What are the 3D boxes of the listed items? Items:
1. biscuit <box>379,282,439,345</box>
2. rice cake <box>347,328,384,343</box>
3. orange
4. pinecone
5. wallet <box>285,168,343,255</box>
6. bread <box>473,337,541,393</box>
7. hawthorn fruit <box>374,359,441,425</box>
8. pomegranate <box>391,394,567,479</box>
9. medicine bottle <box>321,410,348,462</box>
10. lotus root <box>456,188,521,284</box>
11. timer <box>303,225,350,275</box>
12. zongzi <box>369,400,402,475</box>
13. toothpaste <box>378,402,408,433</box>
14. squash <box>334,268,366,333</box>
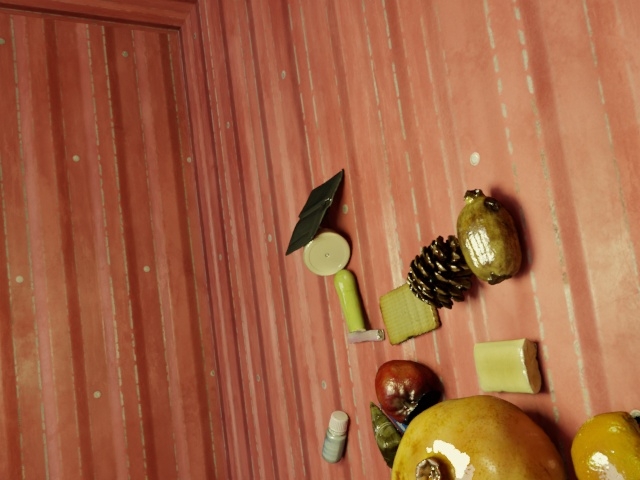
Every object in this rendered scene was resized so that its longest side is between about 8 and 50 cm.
[{"bbox_3d":[0.280,0.229,1.860,0.254,0.029,0.172,-38,62,54],"label":"biscuit"},{"bbox_3d":[0.159,0.342,2.069,0.207,0.036,0.047,-20,67,58],"label":"rice cake"},{"bbox_3d":[0.621,0.473,1.187,0.237,0.159,0.179,62,144,34],"label":"orange"},{"bbox_3d":[0.338,0.086,1.608,0.204,0.179,0.184,-63,-4,15],"label":"pinecone"},{"bbox_3d":[-0.025,-0.103,2.175,0.247,0.041,0.322,-27,38,55],"label":"wallet"},{"bbox_3d":[0.482,0.325,1.500,0.178,0.060,0.139,-20,75,59],"label":"bread"},{"bbox_3d":[0.258,0.451,1.802,0.251,0.190,0.189,-119,35,-67],"label":"hawthorn fruit"},{"bbox_3d":[0.366,0.580,1.393,0.417,0.417,0.416,11,103,58],"label":"pomegranate"},{"bbox_3d":[0.059,0.758,2.239,0.083,0.084,0.203,41,126,50],"label":"medicine bottle"},{"bbox_3d":[0.425,-0.017,1.486,0.145,0.128,0.260,-23,71,30],"label":"lotus root"},{"bbox_3d":[0.000,0.000,2.224,0.266,0.175,0.175,-114,32,-63],"label":"timer"},{"bbox_3d":[0.215,0.651,1.919,0.184,0.084,0.187,-124,17,-49],"label":"zongzi"},{"bbox_3d":[0.286,0.585,1.866,0.272,0.053,0.066,41,127,51],"label":"toothpaste"},{"bbox_3d":[0.105,0.219,2.089,0.083,0.083,0.250,-49,48,50],"label":"squash"}]
